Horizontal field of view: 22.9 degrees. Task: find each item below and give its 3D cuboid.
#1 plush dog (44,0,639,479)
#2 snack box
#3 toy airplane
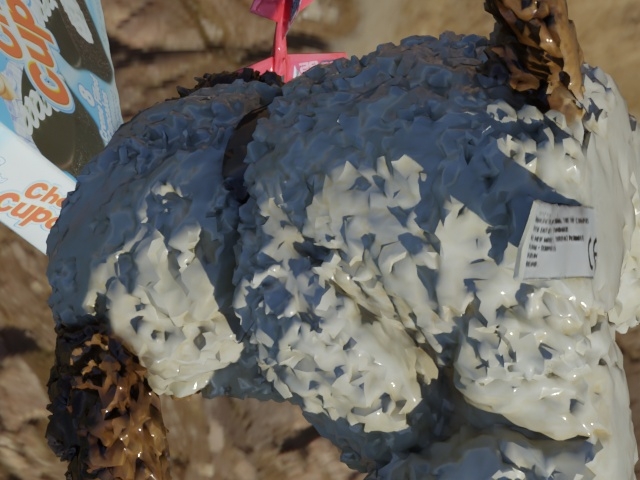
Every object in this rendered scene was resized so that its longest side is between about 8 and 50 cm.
[{"bbox_3d":[0.000,0.000,0.585,0.225,0.210,0.262,-5,36,24],"label":"plush dog"},{"bbox_3d":[-0.208,-0.148,1.009,0.060,0.187,0.322,-30,49,16],"label":"snack box"},{"bbox_3d":[-0.038,-0.167,1.402,0.151,0.151,0.028,-33,55,-9],"label":"toy airplane"}]
